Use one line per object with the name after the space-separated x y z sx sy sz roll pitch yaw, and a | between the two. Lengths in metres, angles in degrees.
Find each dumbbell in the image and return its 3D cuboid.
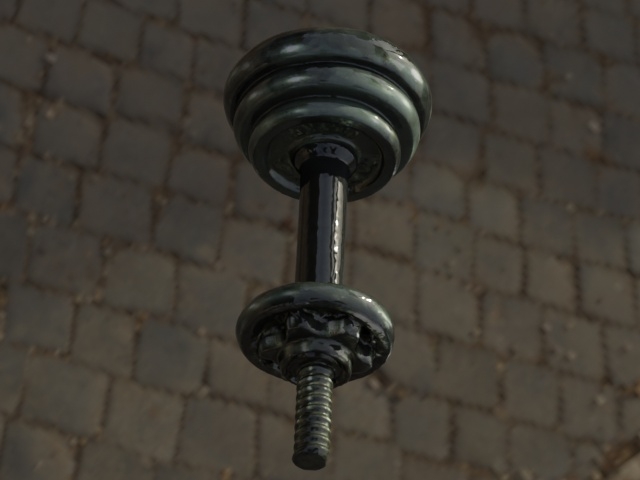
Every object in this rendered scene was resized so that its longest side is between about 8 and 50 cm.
0.000 0.000 0.995 0.110 0.110 0.254 16 53 -19 | dumbbell
